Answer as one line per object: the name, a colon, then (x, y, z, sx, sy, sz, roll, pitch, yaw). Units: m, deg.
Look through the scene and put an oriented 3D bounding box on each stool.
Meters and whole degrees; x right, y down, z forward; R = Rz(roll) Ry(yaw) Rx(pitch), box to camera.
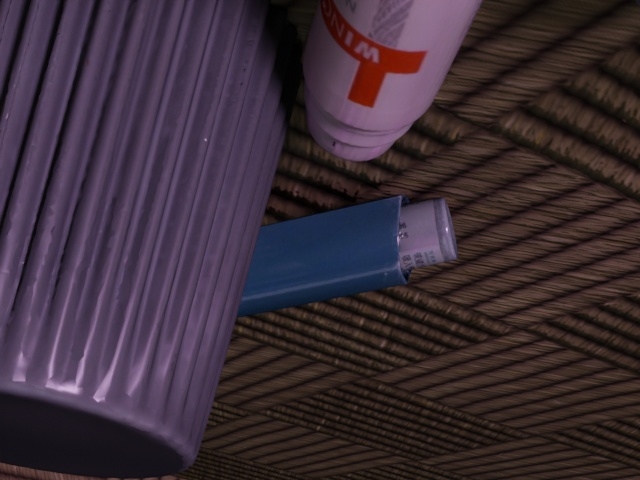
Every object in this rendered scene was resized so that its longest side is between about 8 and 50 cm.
stool: (-0.180, -0.017, 0.808, 0.297, 0.330, 0.297, 7, 156, 3)

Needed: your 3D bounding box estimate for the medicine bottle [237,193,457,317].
medicine bottle: (0.000, 0.000, 1.075, 0.258, 0.124, 0.079, -10, 148, 12)

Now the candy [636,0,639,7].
candy: (0.251, -0.181, 0.606, 0.174, 0.071, 0.138, -6, 151, 27)

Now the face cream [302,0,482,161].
face cream: (0.049, -0.154, 0.705, 0.102, 0.102, 0.345, 11, 154, -5)
